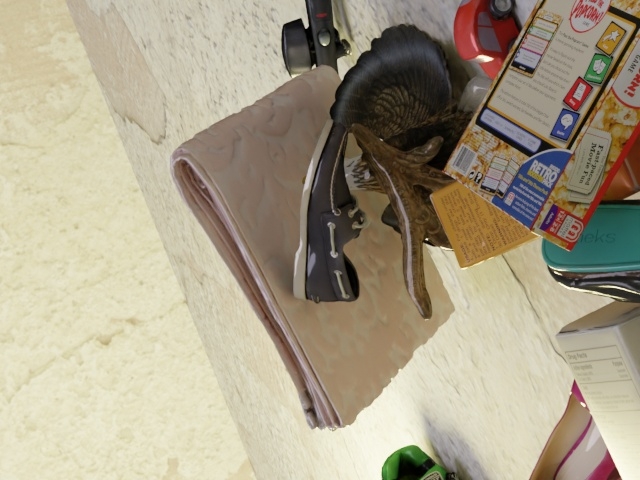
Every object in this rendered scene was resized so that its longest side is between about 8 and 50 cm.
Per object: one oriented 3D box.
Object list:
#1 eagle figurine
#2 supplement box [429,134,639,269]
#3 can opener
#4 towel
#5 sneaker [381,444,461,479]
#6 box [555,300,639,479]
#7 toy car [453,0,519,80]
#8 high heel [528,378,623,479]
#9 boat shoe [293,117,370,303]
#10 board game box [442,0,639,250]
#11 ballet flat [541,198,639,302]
[{"bbox_3d":[0.093,-0.081,1.894,0.298,0.225,0.226,-47,-21,-75],"label":"eagle figurine"},{"bbox_3d":[0.190,-0.049,1.573,0.233,0.078,0.080,-31,85,53],"label":"supplement box"},{"bbox_3d":[-0.005,-0.253,2.115,0.059,0.073,0.186,-120,22,-49],"label":"can opener"},{"bbox_3d":[0.000,0.000,1.975,0.317,0.053,0.332,63,-150,-6],"label":"towel"},{"bbox_3d":[0.154,0.379,2.456,0.343,0.134,0.146,40,151,59],"label":"sneaker"},{"bbox_3d":[0.324,0.185,1.556,0.311,0.121,0.148,65,166,-2],"label":"box"},{"bbox_3d":[0.102,-0.265,1.719,0.225,0.053,0.239,48,158,48],"label":"toy car"},{"bbox_3d":[0.241,0.198,1.879,0.082,0.117,0.244,56,163,31],"label":"high heel"},{"bbox_3d":[0.017,-0.024,1.791,0.075,0.065,0.206,-68,-11,-50],"label":"boat shoe"},{"bbox_3d":[0.185,-0.106,1.456,0.045,0.193,0.147,25,-172,-30],"label":"board game box"},{"bbox_3d":[0.291,0.011,1.416,0.096,0.095,0.280,30,164,-39],"label":"ballet flat"}]
